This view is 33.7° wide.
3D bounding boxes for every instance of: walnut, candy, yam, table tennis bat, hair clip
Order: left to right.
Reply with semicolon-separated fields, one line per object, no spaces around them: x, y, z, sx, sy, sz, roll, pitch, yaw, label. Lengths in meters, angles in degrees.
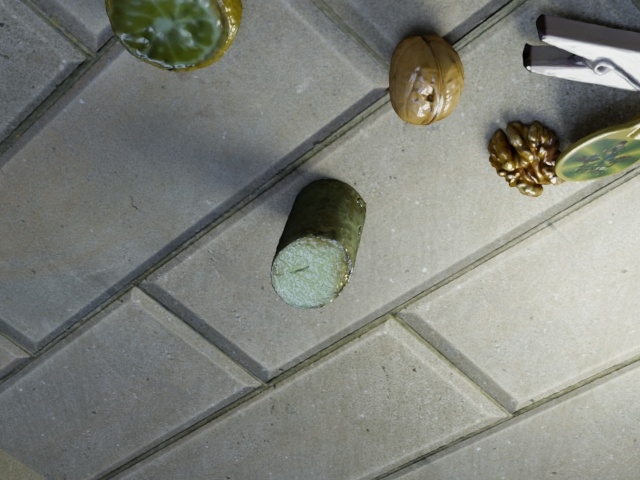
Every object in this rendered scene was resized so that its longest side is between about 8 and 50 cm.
-0.273;-0.436;1.981;0.259;0.118;0.260;5;136;5;candy
0.000;0.000;2.184;0.168;0.304;0.168;4;121;7;yam
0.197;-0.295;1.980;0.144;0.144;0.180;10;124;4;walnut
0.413;-0.156;2.097;0.143;0.069;0.170;-31;116;33;walnut
0.537;-0.330;1.905;0.330;0.085;0.101;8;134;-3;hair clip
0.569;-0.194;1.971;0.198;0.050;0.321;1;154;-31;table tennis bat
